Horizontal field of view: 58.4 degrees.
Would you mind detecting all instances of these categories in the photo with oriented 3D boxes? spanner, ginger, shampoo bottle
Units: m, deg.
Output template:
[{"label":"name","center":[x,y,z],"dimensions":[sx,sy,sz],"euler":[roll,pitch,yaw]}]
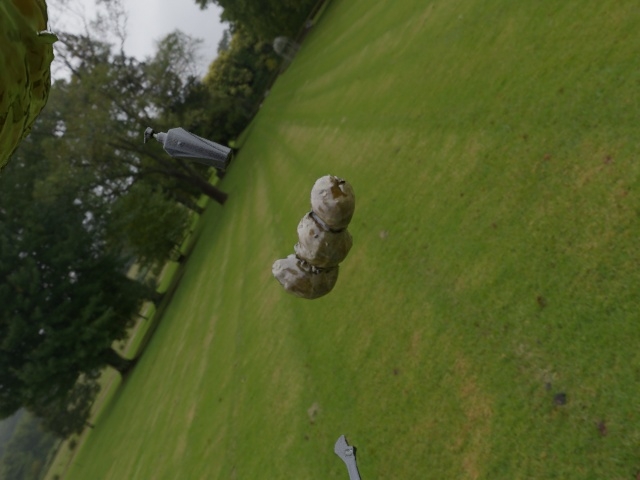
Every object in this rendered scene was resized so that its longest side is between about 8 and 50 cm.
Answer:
[{"label":"spanner","center":[0.065,0.465,1.108],"dimensions":[0.046,0.012,0.209],"euler":[-37,35,12]},{"label":"ginger","center":[0.000,0.000,0.836],"dimensions":[0.080,0.104,0.204],"euler":[-110,37,-52]},{"label":"shampoo bottle","center":[-0.206,-0.147,0.892],"dimensions":[0.027,0.137,0.048],"euler":[-14,-57,-87]}]

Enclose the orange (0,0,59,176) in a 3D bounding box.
[{"label":"orange","center":[-0.321,-0.157,0.341],"dimensions":[0.249,0.329,0.329],"euler":[-10,39,20]}]
